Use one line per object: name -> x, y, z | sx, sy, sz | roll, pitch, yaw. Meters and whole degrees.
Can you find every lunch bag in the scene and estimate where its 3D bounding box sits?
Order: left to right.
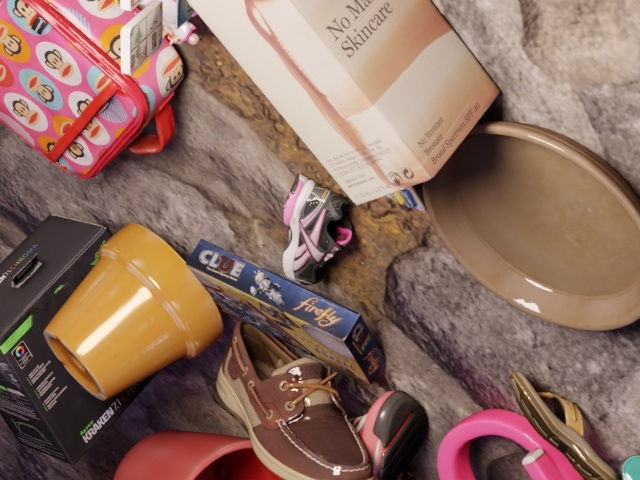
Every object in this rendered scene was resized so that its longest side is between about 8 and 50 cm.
lunch bag -> -0.290, -0.196, 1.887 | 0.258, 0.120, 0.293 | 41, 151, -8

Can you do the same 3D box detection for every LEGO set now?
LEGO set -> -0.153, -0.294, 1.513 | 0.060, 0.244, 0.183 | 14, 125, 14

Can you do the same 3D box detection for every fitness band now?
fitness band -> 0.261, 0.349, 1.965 | 0.291, 0.054, 0.209 | 58, 142, 1

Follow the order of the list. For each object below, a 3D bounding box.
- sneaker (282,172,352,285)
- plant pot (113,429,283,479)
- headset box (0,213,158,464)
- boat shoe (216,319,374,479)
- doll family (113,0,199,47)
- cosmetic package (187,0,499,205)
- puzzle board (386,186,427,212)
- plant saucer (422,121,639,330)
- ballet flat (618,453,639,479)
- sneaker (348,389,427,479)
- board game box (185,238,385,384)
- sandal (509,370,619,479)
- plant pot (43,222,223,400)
sneaker -> 0.000, 0.000, 1.862 | 0.077, 0.072, 0.178 | 18, 150, 14
plant pot -> -0.189, 0.419, 2.433 | 0.243, 0.275, 0.275 | 14, 142, 53
headset box -> -0.382, 0.135, 2.274 | 0.131, 0.246, 0.283 | 12, 138, 39
boat shoe -> -0.034, 0.212, 2.054 | 0.342, 0.123, 0.123 | 44, 130, 53
doll family -> -0.225, -0.320, 1.680 | 0.263, 0.118, 0.163 | 31, 146, -20
cosmetic package -> 0.018, -0.199, 1.508 | 0.296, 0.153, 0.129 | 48, 146, -16
puzzle board -> 0.061, -0.088, 1.705 | 0.128, 0.011, 0.096 | 58, 164, -26
plant saucer -> 0.232, -0.018, 1.612 | 0.277, 0.041, 0.278 | 28, 147, 21
ballet flat -> 0.428, 0.332, 1.808 | 0.203, 0.074, 0.074 | 41, 152, 25
sneaker -> 0.055, 0.293, 2.128 | 0.136, 0.116, 0.314 | 31, 148, 18
board game box -> -0.043, 0.092, 2.002 | 0.243, 0.042, 0.165 | 25, 164, 23
sandal -> 0.292, 0.220, 1.837 | 0.180, 0.049, 0.072 | 45, 166, 11
plant pot -> -0.270, 0.112, 2.138 | 0.205, 0.188, 0.205 | 41, 158, 20
